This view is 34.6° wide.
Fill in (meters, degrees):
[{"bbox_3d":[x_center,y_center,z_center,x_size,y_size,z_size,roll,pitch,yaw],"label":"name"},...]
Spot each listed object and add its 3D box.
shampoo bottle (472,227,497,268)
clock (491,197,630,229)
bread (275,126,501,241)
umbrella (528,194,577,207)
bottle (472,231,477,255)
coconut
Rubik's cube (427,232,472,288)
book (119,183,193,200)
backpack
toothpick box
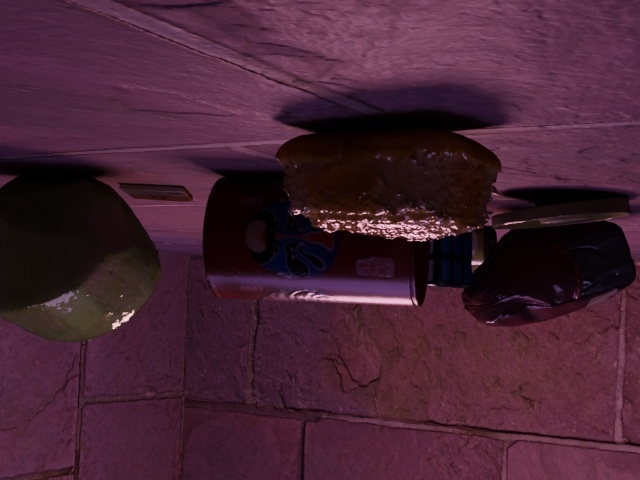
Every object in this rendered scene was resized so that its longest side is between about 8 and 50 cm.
[{"bbox_3d":[0.284,0.016,2.495,0.283,0.101,0.101,2,176,15],"label":"shampoo bottle"},{"bbox_3d":[0.411,-0.042,1.761,0.234,0.029,0.235,-7,177,0],"label":"clock"},{"bbox_3d":[0.074,-0.067,1.163,0.245,0.121,0.174,5,170,40],"label":"bread"},{"bbox_3d":[0.398,-0.068,1.758,0.083,0.020,0.031,2,137,10],"label":"umbrella"},{"bbox_3d":[0.279,0.000,2.240,0.104,0.104,0.245,1,176,22],"label":"bottle"},{"bbox_3d":[-0.438,0.021,1.719,0.328,0.281,0.328,36,171,6],"label":"coconut"},{"bbox_3d":[0.190,0.008,1.964,0.163,0.162,0.160,1,176,31],"label":"Rubik's cube"},{"bbox_3d":[-0.305,-0.089,1.929,0.118,0.012,0.172,3,176,-1],"label":"book"},{"bbox_3d":[0.428,0.061,2.045,0.317,0.197,0.283,-21,179,-3],"label":"backpack"},{"bbox_3d":[0.000,0.000,1.646,0.333,0.204,0.204,1,176,12],"label":"toothpick box"}]
